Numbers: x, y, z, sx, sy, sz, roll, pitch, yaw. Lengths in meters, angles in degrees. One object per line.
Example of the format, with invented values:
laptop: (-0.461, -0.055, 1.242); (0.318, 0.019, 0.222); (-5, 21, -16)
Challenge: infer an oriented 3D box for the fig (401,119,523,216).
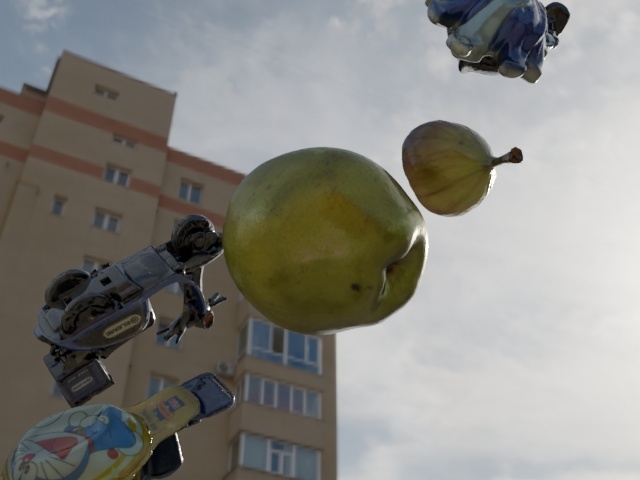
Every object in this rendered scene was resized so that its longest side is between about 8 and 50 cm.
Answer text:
fig: (0.214, -0.105, 1.273); (0.143, 0.231, 0.160); (-29, -71, -2)

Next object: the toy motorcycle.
toy motorcycle: (-0.296, 0.106, 1.353); (0.359, 0.125, 0.212); (-31, -48, -18)

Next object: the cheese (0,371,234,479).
cheese: (-0.222, 0.212, 0.864); (0.270, 0.177, 0.069); (-22, -67, -23)

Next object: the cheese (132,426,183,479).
cheese: (-0.261, 0.269, 0.965); (0.250, 0.156, 0.064); (-30, -24, 24)

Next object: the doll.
doll: (0.129, -0.153, 0.588); (0.096, 0.195, 0.070); (40, -55, 9)

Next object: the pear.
pear: (0.000, 0.000, 1.163); (0.294, 0.294, 0.294); (0, -41, 0)
